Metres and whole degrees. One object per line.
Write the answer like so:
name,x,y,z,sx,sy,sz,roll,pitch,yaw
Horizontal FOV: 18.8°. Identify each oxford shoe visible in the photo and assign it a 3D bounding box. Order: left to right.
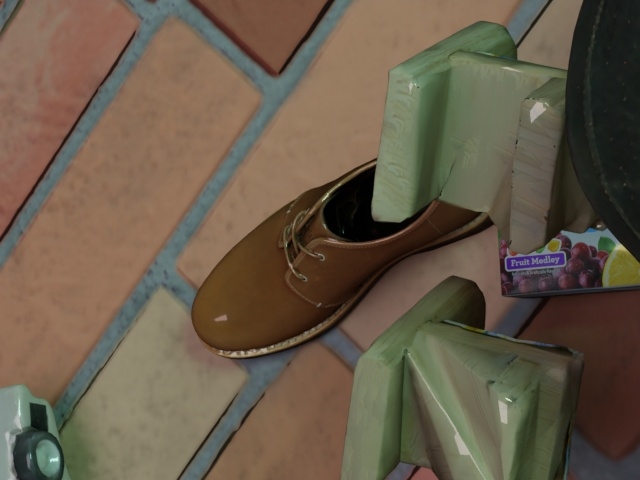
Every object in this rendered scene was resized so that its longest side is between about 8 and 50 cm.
oxford shoe,0.000,0.000,1.054,0.212,0.076,0.076,-34,72,27

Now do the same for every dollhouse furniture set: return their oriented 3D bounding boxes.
dollhouse furniture set,0.239,-0.054,0.845,0.362,0.256,0.394,13,112,21

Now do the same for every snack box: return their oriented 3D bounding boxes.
snack box,0.159,-0.025,0.980,0.141,0.037,0.100,-6,83,29

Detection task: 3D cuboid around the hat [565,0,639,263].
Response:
hat,0.244,-0.068,0.615,0.331,0.134,0.331,20,130,26

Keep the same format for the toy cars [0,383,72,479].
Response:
toy cars,-0.115,0.247,1.105,0.393,0.087,0.176,43,103,29
